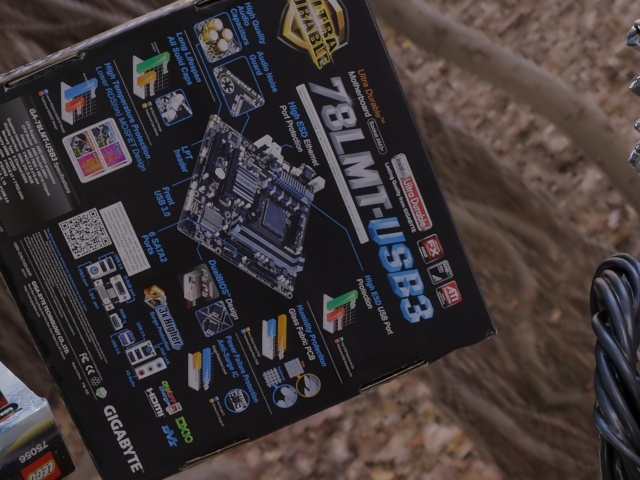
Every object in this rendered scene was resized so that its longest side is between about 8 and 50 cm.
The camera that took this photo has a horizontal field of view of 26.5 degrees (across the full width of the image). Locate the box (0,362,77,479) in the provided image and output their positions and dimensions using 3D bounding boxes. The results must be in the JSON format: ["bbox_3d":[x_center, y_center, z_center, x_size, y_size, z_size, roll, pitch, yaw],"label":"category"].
[{"bbox_3d":[-0.143,0.066,0.341,0.137,0.027,0.094,-33,40,-24],"label":"box"}]

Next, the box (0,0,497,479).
[{"bbox_3d":[-0.067,-0.013,0.922,0.293,0.295,0.073,-24,15,-4],"label":"box"}]

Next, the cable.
[{"bbox_3d":[0.176,0.086,0.757,0.047,0.150,0.184,-4,6,12],"label":"cable"}]

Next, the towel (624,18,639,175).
[{"bbox_3d":[0.375,-0.130,0.971,0.235,0.121,0.284,-16,7,-14],"label":"towel"}]
